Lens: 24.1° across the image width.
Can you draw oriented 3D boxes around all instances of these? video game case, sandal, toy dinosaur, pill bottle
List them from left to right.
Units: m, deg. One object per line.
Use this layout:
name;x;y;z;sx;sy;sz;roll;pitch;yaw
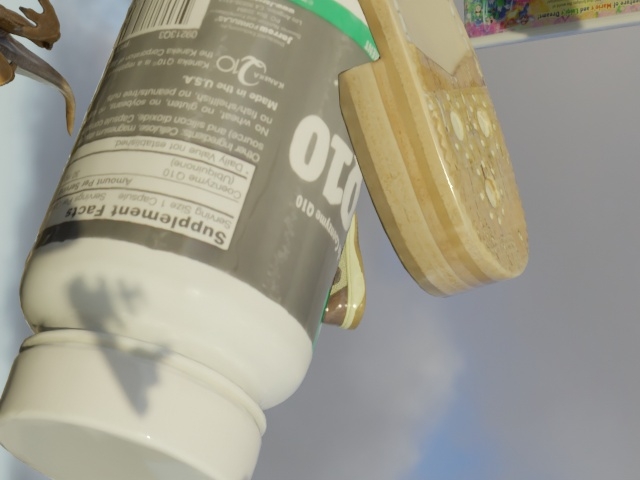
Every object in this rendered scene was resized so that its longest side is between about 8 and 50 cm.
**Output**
toy dinosaur;-0.189;-0.112;0.855;0.112;0.211;0.064;17;-94;48
pill bottle;-0.086;-0.006;1.046;0.204;0.204;0.361;124;-15;-64
sandal;0.029;-0.108;0.397;0.088;0.079;0.240;-30;100;-66
video game case;0.171;-0.214;1.043;0.157;0.019;0.143;-5;-96;31

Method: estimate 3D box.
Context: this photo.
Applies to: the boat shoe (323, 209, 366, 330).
boat shoe;0.000;0.000;1.166;0.056;0.049;0.152;119;-32;-43
